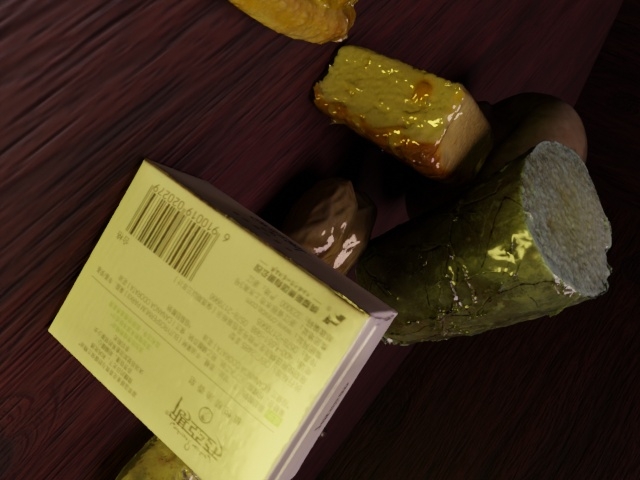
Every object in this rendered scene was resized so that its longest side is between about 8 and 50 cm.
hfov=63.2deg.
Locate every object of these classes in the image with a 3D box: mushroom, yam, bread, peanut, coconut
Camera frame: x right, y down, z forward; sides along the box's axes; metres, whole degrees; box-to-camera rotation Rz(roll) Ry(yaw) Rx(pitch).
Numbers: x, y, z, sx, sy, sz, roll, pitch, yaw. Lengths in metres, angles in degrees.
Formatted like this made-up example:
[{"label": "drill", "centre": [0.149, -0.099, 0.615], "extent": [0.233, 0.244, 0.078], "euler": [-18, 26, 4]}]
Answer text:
[{"label": "mushroom", "centre": [0.311, -0.157, 1.006], "extent": [0.362, 0.294, 0.362], "euler": [-40, -167, 11]}, {"label": "yam", "centre": [0.231, 0.024, 0.780], "extent": [0.348, 0.241, 0.241], "euler": [-30, 176, 37]}, {"label": "bread", "centre": [0.128, -0.158, 0.720], "extent": [0.114, 0.184, 0.274], "euler": [-64, 158, 9]}, {"label": "peanut", "centre": [0.000, 0.000, 0.767], "extent": [0.197, 0.110, 0.233], "euler": [-53, 158, 4]}, {"label": "coconut", "centre": [-0.209, 0.375, 0.767], "extent": [0.194, 0.194, 0.194], "euler": [-44, 155, -27]}]

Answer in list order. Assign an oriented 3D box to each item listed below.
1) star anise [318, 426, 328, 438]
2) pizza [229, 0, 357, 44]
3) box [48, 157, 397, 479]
[{"label": "star anise", "centre": [-0.060, 0.467, 1.289], "extent": [0.315, 0.108, 0.315], "euler": [-36, 145, -30]}, {"label": "pizza", "centre": [0.007, -0.307, 0.406], "extent": [0.280, 0.075, 0.288], "euler": [-20, 138, -57]}, {"label": "box", "centre": [-0.093, 0.075, 0.481], "extent": [0.194, 0.260, 0.111], "euler": [-58, 162, 7]}]
